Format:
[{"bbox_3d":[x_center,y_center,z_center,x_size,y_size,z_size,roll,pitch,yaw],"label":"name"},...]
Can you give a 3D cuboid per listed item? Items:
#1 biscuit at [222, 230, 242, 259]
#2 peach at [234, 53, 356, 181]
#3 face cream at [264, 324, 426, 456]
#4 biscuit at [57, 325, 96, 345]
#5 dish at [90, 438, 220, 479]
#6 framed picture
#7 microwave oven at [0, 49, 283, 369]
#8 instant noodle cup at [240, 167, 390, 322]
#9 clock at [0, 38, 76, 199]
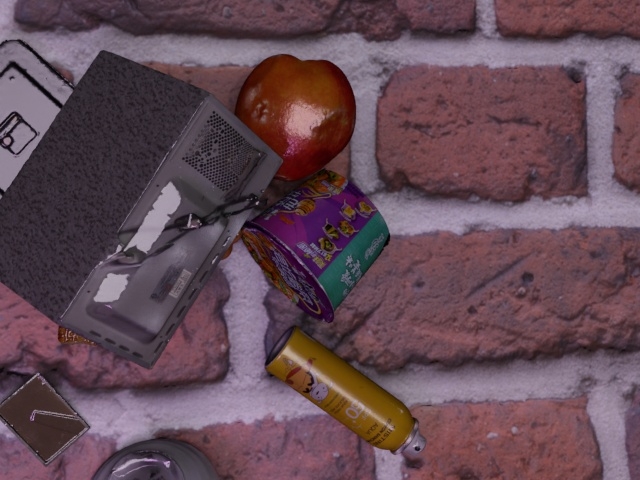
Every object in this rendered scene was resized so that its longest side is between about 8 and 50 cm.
[{"bbox_3d":[-0.221,-0.026,1.771,0.043,0.183,0.280,8,113,-48],"label":"biscuit"},{"bbox_3d":[-0.045,-0.225,1.768,0.243,0.199,0.243,-2,82,17],"label":"peach"},{"bbox_3d":[0.059,0.305,1.834,0.348,0.105,0.105,37,83,-8],"label":"face cream"},{"bbox_3d":[-0.392,0.140,1.791,0.206,0.025,0.126,-1,89,-11],"label":"biscuit"},{"bbox_3d":[-0.310,0.459,1.699,0.260,0.085,0.260,-2,53,3],"label":"dish"},{"bbox_3d":[-0.518,0.333,1.759,0.109,0.011,0.149,-40,106,-9],"label":"framed picture"},{"bbox_3d":[-0.328,-0.055,1.623,0.432,0.374,0.236,-59,142,-7],"label":"microwave oven"},{"bbox_3d":[0.000,0.000,1.771,0.190,0.251,0.251,-43,97,-17],"label":"instant noodle cup"},{"bbox_3d":[-0.560,-0.195,1.755,0.273,0.049,0.279,42,82,-7],"label":"clock"}]
